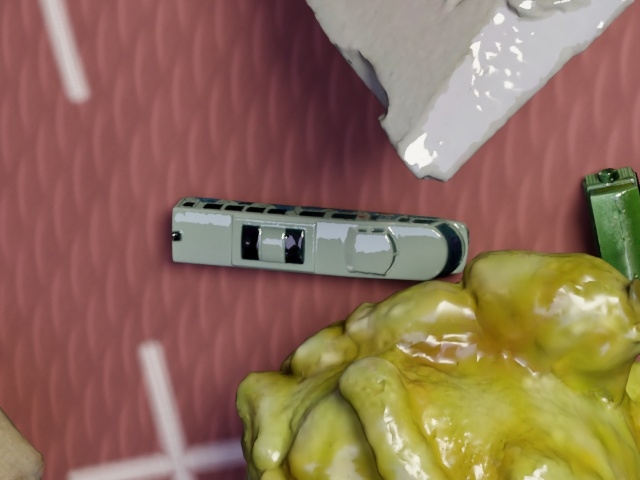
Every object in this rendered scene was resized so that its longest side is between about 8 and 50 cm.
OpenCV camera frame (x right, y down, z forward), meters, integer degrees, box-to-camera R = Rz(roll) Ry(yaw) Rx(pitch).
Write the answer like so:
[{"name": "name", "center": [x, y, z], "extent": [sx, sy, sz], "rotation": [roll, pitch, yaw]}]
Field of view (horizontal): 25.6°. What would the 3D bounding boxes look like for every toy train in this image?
[{"name": "toy train", "center": [0.000, 0.000, 0.989], "extent": [0.207, 0.047, 0.043], "rotation": [4, 107, 8]}, {"name": "toy train", "center": [0.204, -0.002, 0.953], "extent": [0.038, 0.056, 0.093], "rotation": [-11, 104, 9]}]

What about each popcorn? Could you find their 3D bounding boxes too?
[{"name": "popcorn", "center": [0.080, 0.172, 0.897], "extent": [0.274, 0.279, 0.335], "rotation": [30, 150, -28]}]

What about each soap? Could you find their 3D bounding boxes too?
[{"name": "soap", "center": [0.037, -0.204, 0.819], "extent": [0.159, 0.258, 0.302], "rotation": [-40, 96, 17]}]

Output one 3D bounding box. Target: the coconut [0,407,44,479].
[{"name": "coconut", "center": [-0.332, 0.188, 0.972], "extent": [0.328, 0.329, 0.329], "rotation": [2, 105, 8]}]
